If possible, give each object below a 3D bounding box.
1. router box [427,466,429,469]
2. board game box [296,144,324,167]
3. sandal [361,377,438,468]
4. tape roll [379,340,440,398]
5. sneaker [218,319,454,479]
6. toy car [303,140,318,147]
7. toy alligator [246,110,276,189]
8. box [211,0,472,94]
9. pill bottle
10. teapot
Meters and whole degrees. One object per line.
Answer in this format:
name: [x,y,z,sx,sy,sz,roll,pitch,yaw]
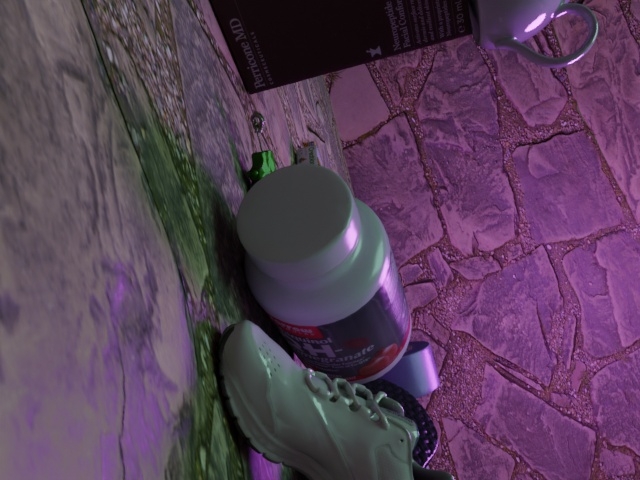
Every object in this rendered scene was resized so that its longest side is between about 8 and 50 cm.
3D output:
router box: [0.277,0.691,1.940,0.301,0.082,0.335,66,12,-52]
board game box: [0.014,-0.038,1.482,0.192,0.053,0.305,-96,168,-50]
sandal: [0.045,0.309,0.839,0.107,0.168,0.446,-60,174,21]
tape roll: [0.123,0.252,1.232,0.189,0.189,0.080,-4,80,-82]
sneaker: [0.018,0.183,0.648,0.297,0.129,0.111,49,15,-13]
toy car: [-0.019,-0.209,1.607,0.060,0.041,0.121,62,16,-61]
toy alligator: [-0.079,-0.082,0.916,0.051,0.056,0.189,-33,114,-39]
box: [0.034,-0.390,1.040,0.191,0.382,0.143,67,14,-44]
pill bottle: [0.009,0.049,0.821,0.318,0.177,0.176,65,13,-55]
teapot: [0.318,-0.426,1.015,0.252,0.187,0.255,-88,163,-53]
